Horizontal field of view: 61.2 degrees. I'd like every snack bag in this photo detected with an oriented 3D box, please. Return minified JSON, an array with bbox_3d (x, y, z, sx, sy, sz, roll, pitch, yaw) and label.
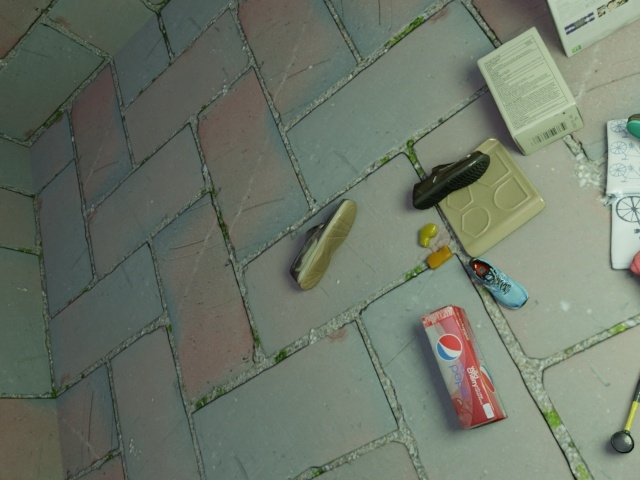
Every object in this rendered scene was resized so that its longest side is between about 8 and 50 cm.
[{"bbox_3d":[0.743,-0.100,1.073,0.323,0.037,0.343,0,77,34],"label":"snack bag"}]

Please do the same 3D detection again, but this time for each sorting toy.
[{"bbox_3d":[0.366,-0.075,1.330,0.307,0.041,0.229,-41,54,26],"label":"sorting toy"}]

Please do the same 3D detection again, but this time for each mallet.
[{"bbox_3d":[0.609,0.322,1.048,0.039,0.062,0.190,18,72,35],"label":"mallet"}]

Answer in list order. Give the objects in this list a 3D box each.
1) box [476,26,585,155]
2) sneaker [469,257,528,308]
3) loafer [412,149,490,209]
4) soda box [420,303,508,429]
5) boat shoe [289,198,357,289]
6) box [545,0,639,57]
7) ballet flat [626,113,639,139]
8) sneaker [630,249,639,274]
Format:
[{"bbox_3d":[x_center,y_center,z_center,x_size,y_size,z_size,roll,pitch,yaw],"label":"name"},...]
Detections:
[{"bbox_3d":[0.488,-0.344,1.264,0.148,0.126,0.232,-27,62,26],"label":"box"},{"bbox_3d":[0.396,0.095,1.231,0.162,0.073,0.063,43,101,35],"label":"sneaker"},{"bbox_3d":[0.306,-0.160,1.321,0.220,0.080,0.078,-33,59,31],"label":"loafer"},{"bbox_3d":[0.321,0.281,1.217,0.083,0.092,0.263,-30,62,25],"label":"soda box"},{"bbox_3d":[0.000,0.000,1.518,0.092,0.102,0.285,35,103,31],"label":"boat shoe"},{"bbox_3d":[0.593,-0.536,1.127,0.232,0.322,0.059,-26,66,25],"label":"box"},{"bbox_3d":[0.739,-0.190,1.032,0.280,0.095,0.096,38,88,25],"label":"ballet flat"},{"bbox_3d":[0.712,0.124,1.003,0.314,0.115,0.136,61,140,23],"label":"sneaker"}]
